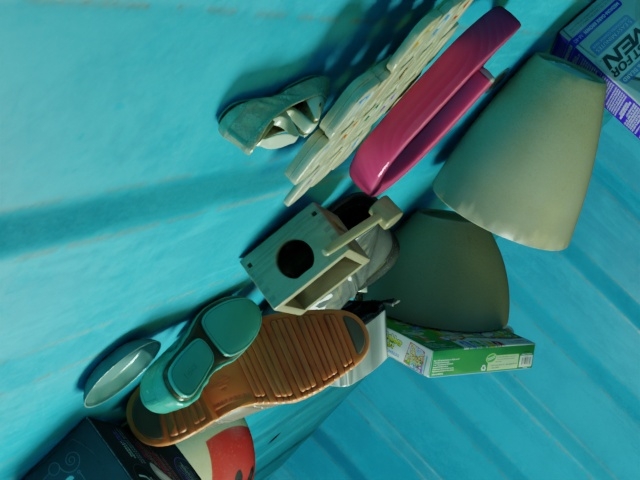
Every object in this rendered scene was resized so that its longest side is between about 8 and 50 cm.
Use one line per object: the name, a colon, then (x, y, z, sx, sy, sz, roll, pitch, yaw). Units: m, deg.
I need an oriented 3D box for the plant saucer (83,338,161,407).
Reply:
plant saucer: (-0.250, 0.158, 1.244, 0.119, 0.021, 0.119, -41, 167, -12)

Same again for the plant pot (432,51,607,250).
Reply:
plant pot: (0.360, -0.164, 1.685, 0.256, 0.256, 0.274, -22, 139, -60)

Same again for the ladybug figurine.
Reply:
ladybug figurine: (-0.247, 0.456, 1.906, 0.305, 0.162, 0.449, -47, 168, 10)

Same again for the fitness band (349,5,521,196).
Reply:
fitness band: (0.149, -0.174, 1.291, 0.291, 0.054, 0.209, -48, 174, 11)

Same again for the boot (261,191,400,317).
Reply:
boot: (-0.026, 0.071, 1.527, 0.338, 0.118, 0.223, -51, 161, -1)

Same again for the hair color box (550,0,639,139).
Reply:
hair color box: (0.577, -0.276, 1.698, 0.185, 0.339, 0.110, -42, 168, -9)

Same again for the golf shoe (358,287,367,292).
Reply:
golf shoe: (0.060, 0.051, 1.730, 0.176, 0.086, 0.069, -43, 166, -12)

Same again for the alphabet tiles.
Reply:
alphabet tiles: (0.061, -0.158, 1.095, 0.278, 0.021, 0.284, -50, 175, 37)

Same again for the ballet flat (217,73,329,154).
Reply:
ballet flat: (-0.033, -0.115, 0.960, 0.168, 0.052, 0.057, -30, 161, -49)

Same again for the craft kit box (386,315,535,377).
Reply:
craft kit box: (0.222, 0.181, 1.863, 0.250, 0.247, 0.061, 0, 101, -34)

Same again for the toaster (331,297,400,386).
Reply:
toaster: (0.023, 0.169, 1.751, 0.168, 0.186, 0.110, -28, 116, -55)

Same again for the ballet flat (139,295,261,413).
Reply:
ballet flat: (-0.166, 0.149, 1.342, 0.087, 0.083, 0.247, -27, -170, 31)

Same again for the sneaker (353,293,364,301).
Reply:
sneaker: (0.073, 0.161, 2.057, 0.321, 0.180, 0.124, 3, 120, -28)

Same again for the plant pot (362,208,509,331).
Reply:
plant pot: (0.237, 0.044, 1.943, 0.284, 0.284, 0.190, -16, 117, -65)

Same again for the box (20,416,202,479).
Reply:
box: (-0.274, 0.372, 1.431, 0.143, 0.165, 0.270, -44, 155, 0)

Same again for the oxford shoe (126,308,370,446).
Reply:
oxford shoe: (-0.103, 0.194, 1.482, 0.364, 0.130, 0.133, -19, 170, -3)

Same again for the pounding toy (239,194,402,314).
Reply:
pounding toy: (0.002, -0.005, 1.316, 0.206, 0.094, 0.181, -39, 165, 7)

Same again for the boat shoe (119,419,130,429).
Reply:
boat shoe: (-0.302, 0.310, 1.536, 0.125, 0.038, 0.046, -47, 167, 14)
